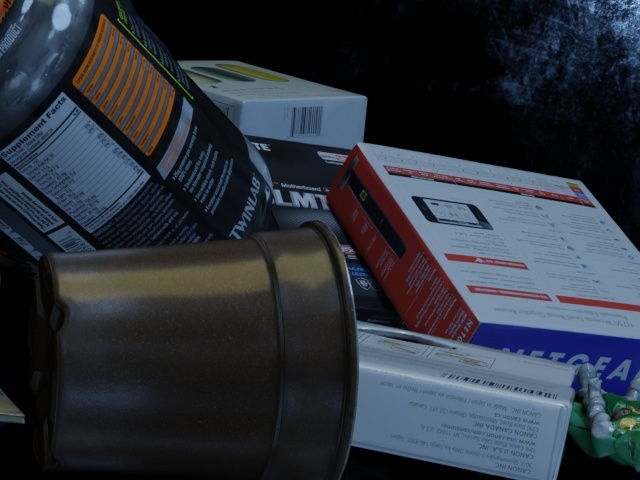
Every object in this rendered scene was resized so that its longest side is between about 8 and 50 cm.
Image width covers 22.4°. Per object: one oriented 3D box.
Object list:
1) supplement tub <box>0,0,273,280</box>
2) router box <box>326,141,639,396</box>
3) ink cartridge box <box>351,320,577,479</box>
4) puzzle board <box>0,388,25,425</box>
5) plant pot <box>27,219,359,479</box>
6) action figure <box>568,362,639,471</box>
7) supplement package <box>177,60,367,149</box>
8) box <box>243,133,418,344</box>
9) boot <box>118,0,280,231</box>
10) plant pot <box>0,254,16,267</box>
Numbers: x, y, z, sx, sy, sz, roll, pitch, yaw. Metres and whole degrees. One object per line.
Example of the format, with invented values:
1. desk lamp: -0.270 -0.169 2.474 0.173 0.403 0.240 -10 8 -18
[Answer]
1. supplement tub: -0.204 -0.087 1.249 0.207 0.207 0.338 13 -25 44
2. router box: 0.212 0.033 1.737 0.335 0.082 0.301 8 34 -33
3. ink cartridge box: 0.049 0.112 1.259 0.296 0.066 0.261 11 3 11
4. puzzle board: -0.261 0.101 1.034 0.128 0.011 0.096 9 3 -22
5. plant pot: -0.081 0.069 0.938 0.165 0.167 0.167 1 6 -16
6. action figure: 0.252 0.149 1.321 0.137 0.063 0.232 13 7 0
7. supplement package: -0.109 -0.107 2.016 0.199 0.198 0.263 -6 18 -41
8. box: 0.000 0.000 1.768 0.295 0.073 0.293 7 38 -35
9. boot: -0.279 -0.083 1.485 0.367 0.146 0.445 -16 -39 14
10. plant pot: -0.256 -0.053 1.881 0.229 0.263 0.263 29 10 20
